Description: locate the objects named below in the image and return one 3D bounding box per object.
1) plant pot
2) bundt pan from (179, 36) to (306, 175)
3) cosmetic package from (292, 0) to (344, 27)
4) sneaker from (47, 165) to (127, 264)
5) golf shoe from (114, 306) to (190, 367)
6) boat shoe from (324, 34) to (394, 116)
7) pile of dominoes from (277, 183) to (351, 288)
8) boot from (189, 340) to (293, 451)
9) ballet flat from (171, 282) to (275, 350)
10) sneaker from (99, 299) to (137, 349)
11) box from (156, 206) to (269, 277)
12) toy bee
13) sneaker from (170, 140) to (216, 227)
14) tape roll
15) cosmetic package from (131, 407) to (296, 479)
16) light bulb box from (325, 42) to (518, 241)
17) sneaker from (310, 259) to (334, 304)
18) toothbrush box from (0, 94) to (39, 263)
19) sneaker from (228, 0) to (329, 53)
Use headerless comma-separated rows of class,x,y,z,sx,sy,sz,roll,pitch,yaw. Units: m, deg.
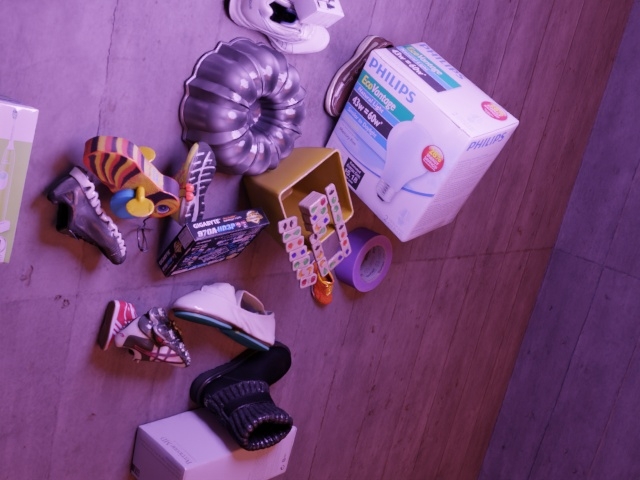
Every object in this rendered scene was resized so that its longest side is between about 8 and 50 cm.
plant pot,-0.070,-0.114,1.729,0.212,0.187,0.212,-41,136,-28
bundt pan,-0.156,-0.293,1.589,0.331,0.124,0.330,-27,129,-39
cosmetic package,-0.031,-0.596,1.513,0.099,0.060,0.239,-11,81,-52
sneaker,-0.480,-0.031,1.397,0.106,0.078,0.234,-38,131,-26
golf shoe,-0.390,0.242,1.628,0.120,0.105,0.273,-24,150,-4
boat shoe,0.108,-0.439,1.835,0.257,0.095,0.095,-59,141,-7
pile of dominoes,0.000,0.000,1.688,0.196,0.040,0.251,-42,136,-27
boot,-0.149,0.419,1.863,0.348,0.260,0.131,-23,126,-40
ballet flat,-0.238,0.179,1.763,0.139,0.139,0.400,-60,146,-6
sneaker,-0.459,0.195,1.564,0.067,0.042,0.118,13,97,-48
box,-0.251,0.003,1.617,0.220,0.051,0.175,-16,161,-43
toy bee,-0.355,-0.114,1.430,0.162,0.195,0.298,-15,160,4
sneaker,-0.301,-0.128,1.526,0.081,0.094,0.208,-18,132,-58
tape roll,0.136,0.059,2.146,0.189,0.080,0.188,-27,129,-39
cosmetic package,-0.280,0.560,1.831,0.385,0.217,0.156,-4,113,-50
light bulb box,0.245,-0.259,1.791,0.225,0.358,0.361,-22,150,-42
sneaker,0.010,0.134,2.051,0.064,0.067,0.175,-43,138,-28
toothbrush box,-0.620,-0.113,1.151,0.206,0.122,0.283,2,108,-49
sneaker,-0.073,-0.491,1.573,0.297,0.129,0.111,5,105,-51
